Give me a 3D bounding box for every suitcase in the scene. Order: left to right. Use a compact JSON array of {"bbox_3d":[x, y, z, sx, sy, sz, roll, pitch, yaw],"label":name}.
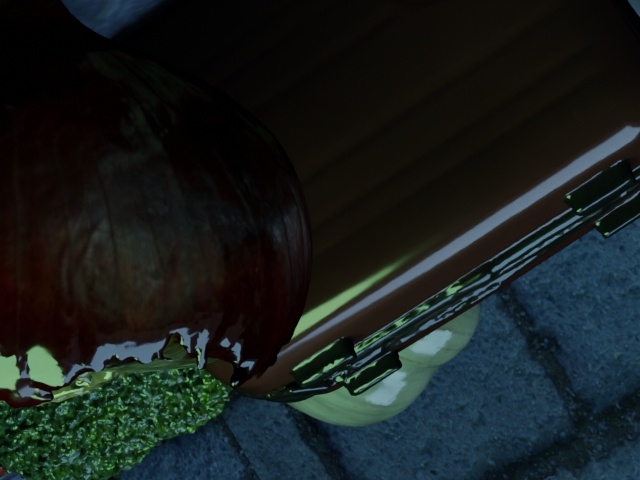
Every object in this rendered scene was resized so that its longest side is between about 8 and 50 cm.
[{"bbox_3d":[0.034,-0.066,0.807,0.297,0.236,0.161,-33,162,14],"label":"suitcase"}]

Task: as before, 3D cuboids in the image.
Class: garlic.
[{"bbox_3d":[0.000,0.000,1.068,0.245,0.253,0.245,-56,-169,17],"label":"garlic"}]

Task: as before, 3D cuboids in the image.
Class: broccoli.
[{"bbox_3d":[-0.189,0.090,1.091,0.176,0.198,0.226,-33,-167,-39],"label":"broccoli"}]

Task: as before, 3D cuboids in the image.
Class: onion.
[{"bbox_3d":[-0.135,-0.028,0.618,0.272,0.195,0.272,5,180,0],"label":"onion"}]

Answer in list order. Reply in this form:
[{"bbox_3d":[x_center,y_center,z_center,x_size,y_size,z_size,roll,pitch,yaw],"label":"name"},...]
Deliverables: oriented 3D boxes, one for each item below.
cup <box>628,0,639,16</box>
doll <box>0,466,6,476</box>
[{"bbox_3d":[0.244,-0.221,1.335,0.104,0.074,0.116,-3,-178,26],"label":"cup"},{"bbox_3d":[-0.245,0.131,1.372,0.290,0.130,0.161,-45,-171,-11],"label":"doll"}]
